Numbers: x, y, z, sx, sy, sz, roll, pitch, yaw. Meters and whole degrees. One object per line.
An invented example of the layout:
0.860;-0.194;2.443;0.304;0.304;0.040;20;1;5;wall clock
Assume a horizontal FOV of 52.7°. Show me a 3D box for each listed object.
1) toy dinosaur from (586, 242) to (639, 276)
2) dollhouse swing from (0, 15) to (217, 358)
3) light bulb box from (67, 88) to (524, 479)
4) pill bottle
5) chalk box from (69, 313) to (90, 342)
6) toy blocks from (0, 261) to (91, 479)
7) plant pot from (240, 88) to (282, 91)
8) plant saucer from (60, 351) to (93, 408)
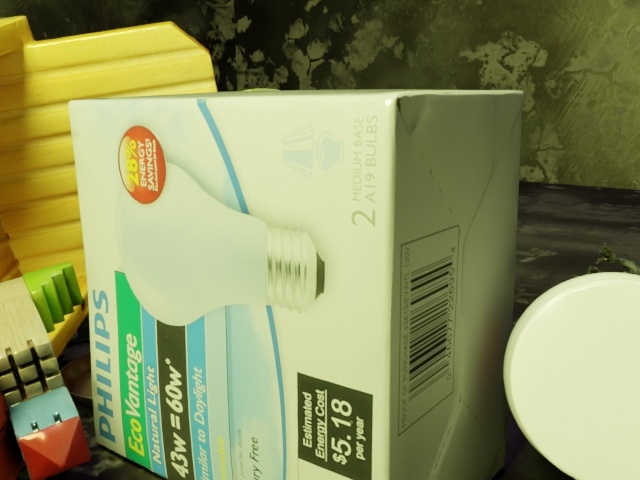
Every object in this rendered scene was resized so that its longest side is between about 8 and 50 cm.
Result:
0.546;0.060;1.148;0.118;0.064;0.268;23;22;27;toy dinosaur
-0.275;-0.048;0.697;0.305;0.346;0.315;-3;28;6;dollhouse swing
-0.029;0.041;0.604;0.361;0.357;0.225;8;14;37;light bulb box
0.240;0.111;0.535;0.161;0.161;0.283;5;-7;23;pill bottle
-0.416;0.050;0.993;0.180;0.179;0.289;-4;13;-11;chalk box
-0.347;0.163;0.505;0.381;0.190;0.261;-19;29;-27;toy blocks
-0.121;-0.126;1.484;0.367;0.366;0.353;-1;0;-2;plant pot
-0.234;0.169;0.798;0.168;0.029;0.168;-1;12;0;plant saucer
